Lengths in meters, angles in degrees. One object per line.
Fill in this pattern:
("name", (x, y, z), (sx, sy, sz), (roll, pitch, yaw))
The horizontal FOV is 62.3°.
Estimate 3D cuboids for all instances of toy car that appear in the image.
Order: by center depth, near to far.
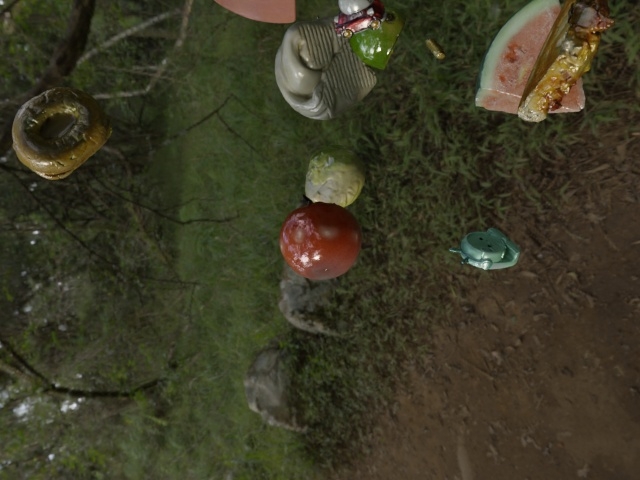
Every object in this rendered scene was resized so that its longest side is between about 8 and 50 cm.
("toy car", (0.091, -0.603, 1.375), (0.112, 0.139, 0.112), (-93, -22, -43))

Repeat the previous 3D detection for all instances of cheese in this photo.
("cheese", (-0.153, -0.561, 1.096), (0.128, 0.177, 0.202), (103, 155, -78))

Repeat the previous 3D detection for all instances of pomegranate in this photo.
("pomegranate", (0.178, -0.670, 1.719), (0.241, 0.159, 0.189), (-63, -2, -65))

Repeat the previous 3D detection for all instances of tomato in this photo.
("tomato", (0.000, 0.000, 1.623), (0.255, 0.256, 0.224), (113, 154, -51))

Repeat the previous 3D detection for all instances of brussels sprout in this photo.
("brussels sprout", (0.048, -0.248, 2.146), (0.273, 0.243, 0.316), (-52, 12, 28))

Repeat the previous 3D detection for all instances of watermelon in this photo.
("watermelon", (0.543, -0.468, 1.381), (0.293, 0.283, 0.250), (33, 171, 44))

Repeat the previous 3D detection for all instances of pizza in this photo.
("pizza", (0.441, -0.335, 0.927), (0.081, 0.229, 0.289), (23, 115, 7))

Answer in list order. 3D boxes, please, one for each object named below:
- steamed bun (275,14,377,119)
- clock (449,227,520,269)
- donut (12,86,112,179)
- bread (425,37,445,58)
("steamed bun", (-0.003, -0.608, 1.894), (0.255, 0.368, 0.342), (3, 116, 55))
("clock", (0.536, 0.031, 1.752), (0.159, 0.211, 0.066), (-126, 33, -49))
("donut", (-0.719, -0.305, 1.457), (0.208, 0.261, 0.128), (41, 162, -11))
("bread", (0.394, -0.658, 1.811), (0.034, 0.049, 0.088), (-40, 76, 28))
